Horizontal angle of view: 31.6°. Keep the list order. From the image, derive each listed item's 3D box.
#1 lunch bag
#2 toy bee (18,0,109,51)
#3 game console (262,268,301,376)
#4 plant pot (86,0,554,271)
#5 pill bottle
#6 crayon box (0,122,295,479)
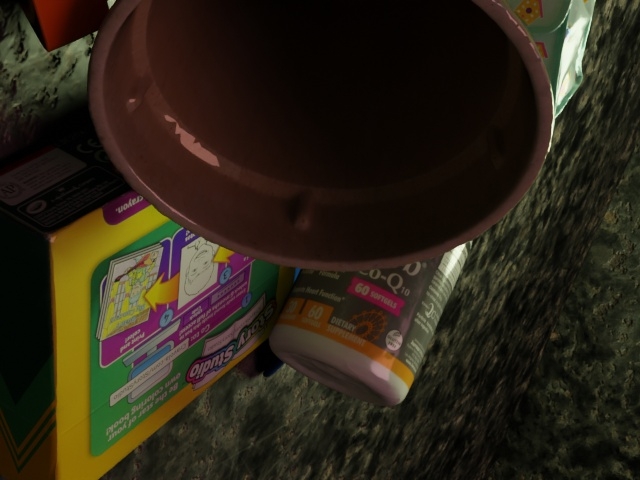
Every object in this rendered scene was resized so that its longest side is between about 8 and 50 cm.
[{"bbox_3d":[0.205,-0.286,1.318,0.160,0.224,0.262,-54,154,-37],"label":"lunch bag"},{"bbox_3d":[-0.184,-0.255,0.707,0.195,0.162,0.298,-21,166,-35],"label":"toy bee"},{"bbox_3d":[0.000,0.000,1.439,0.293,0.173,0.250,-49,121,-29],"label":"game console"},{"bbox_3d":[0.012,-0.197,0.906,0.333,0.334,0.305,83,11,-50],"label":"plant pot"},{"bbox_3d":[0.069,0.025,1.225,0.278,0.162,0.162,-65,157,-16],"label":"pill bottle"},{"bbox_3d":[-0.156,0.026,1.067,0.363,0.106,0.313,-37,146,-45],"label":"crayon box"}]
